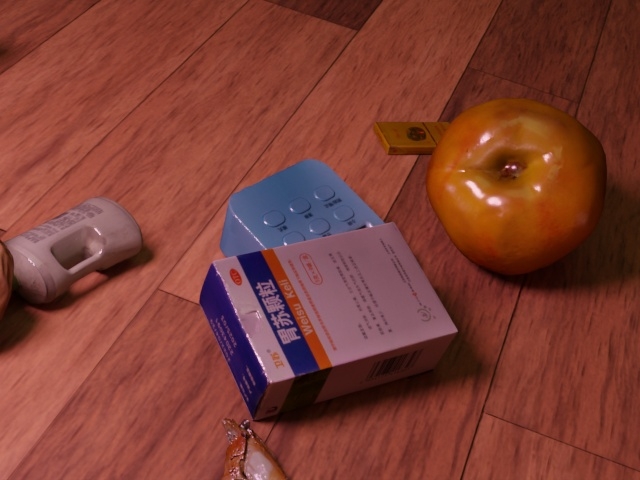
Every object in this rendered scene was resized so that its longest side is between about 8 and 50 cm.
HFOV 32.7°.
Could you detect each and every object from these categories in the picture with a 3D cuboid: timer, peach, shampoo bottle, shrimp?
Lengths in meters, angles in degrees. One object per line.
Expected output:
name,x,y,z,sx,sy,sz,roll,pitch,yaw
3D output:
timer,0.000,0.000,1.689,0.250,0.091,0.232,37,42,23
peach,0.324,-0.090,1.765,0.289,0.289,0.308,26,0,16
shampoo bottle,-0.375,0.023,1.542,0.118,0.087,0.234,32,41,24
shrimp,-0.084,0.282,1.330,0.091,0.043,0.184,-6,42,-18

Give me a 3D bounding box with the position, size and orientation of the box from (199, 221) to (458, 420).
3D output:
box,0.010,0.104,1.500,0.299,0.106,0.200,-11,57,-28

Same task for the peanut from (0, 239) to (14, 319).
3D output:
peanut,-0.492,0.028,1.426,0.110,0.196,0.233,8,33,-50

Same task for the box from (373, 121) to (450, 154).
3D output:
box,0.184,-0.193,2.048,0.155,0.023,0.087,-2,42,-19
